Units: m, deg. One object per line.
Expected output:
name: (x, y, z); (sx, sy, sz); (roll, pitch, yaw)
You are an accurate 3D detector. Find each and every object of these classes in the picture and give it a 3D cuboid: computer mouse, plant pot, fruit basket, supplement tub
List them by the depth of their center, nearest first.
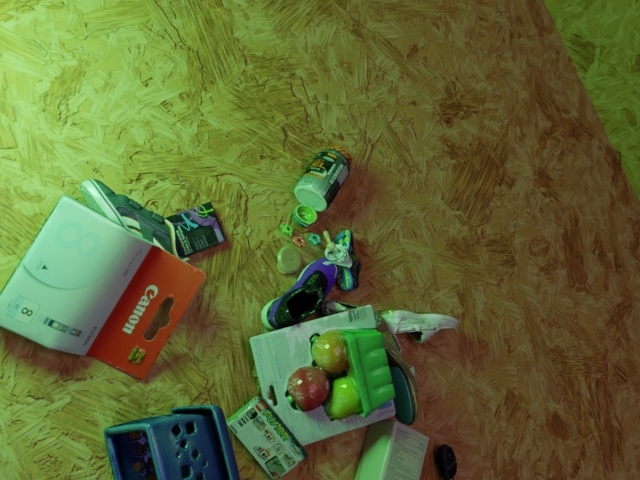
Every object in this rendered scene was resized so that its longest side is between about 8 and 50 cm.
plant pot: (-0.329, 0.500, 1.523); (0.212, 0.236, 0.236); (-13, 85, -43)
fruit basket: (0.011, 0.372, 1.826); (0.352, 0.165, 0.327); (-14, 94, -8)
supplement tub: (0.013, -0.188, 1.994); (0.117, 0.117, 0.190); (42, 58, -19)
computer mouse: (0.401, 0.751, 2.079); (0.071, 0.041, 0.242); (-10, 89, -53)

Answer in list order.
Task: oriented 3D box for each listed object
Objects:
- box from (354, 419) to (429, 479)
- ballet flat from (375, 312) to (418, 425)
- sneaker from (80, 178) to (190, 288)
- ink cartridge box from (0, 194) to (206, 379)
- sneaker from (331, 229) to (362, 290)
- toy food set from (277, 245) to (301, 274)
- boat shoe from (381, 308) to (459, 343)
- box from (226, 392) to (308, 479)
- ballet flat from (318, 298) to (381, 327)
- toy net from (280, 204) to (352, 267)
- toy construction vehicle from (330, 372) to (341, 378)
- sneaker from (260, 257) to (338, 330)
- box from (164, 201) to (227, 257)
box: (0.186, 0.679, 1.891); (0.148, 0.121, 0.311); (33, 62, -24)
ballet flat: (0.211, 0.363, 1.965); (0.123, 0.123, 0.349); (-19, 74, -36)
sneaker: (-0.446, -0.033, 1.632); (0.127, 0.126, 0.321); (-41, 112, -24)
ink cartridge box: (-0.489, 0.123, 1.519); (0.385, 0.091, 0.308); (32, 86, -23)
sneaker: (0.082, 0.061, 2.020); (0.078, 0.067, 0.188); (11, 69, -54)
toy food set: (-0.089, 0.056, 1.921); (0.082, 0.020, 0.083); (2, 76, -34)
boat shoe: (0.313, 0.275, 2.101); (0.277, 0.098, 0.096); (7, 74, -23)
box: (-0.137, 0.513, 1.735); (0.114, 0.036, 0.207); (-37, 101, -8)
ballet flat: (0.083, 0.211, 1.917); (0.188, 0.070, 0.070); (11, 68, 6)
toy net: (0.000, 0.000, 1.936); (0.232, 0.045, 0.122); (40, 44, 4)
toy construction vehicle: (0.030, 0.362, 1.916); (0.098, 0.035, 0.086); (22, 67, -29)
sneaker: (-0.023, 0.146, 1.866); (0.293, 0.146, 0.102); (-44, 104, -33)
box: (-0.339, -0.024, 1.765); (0.162, 0.029, 0.116); (-25, 93, -35)
